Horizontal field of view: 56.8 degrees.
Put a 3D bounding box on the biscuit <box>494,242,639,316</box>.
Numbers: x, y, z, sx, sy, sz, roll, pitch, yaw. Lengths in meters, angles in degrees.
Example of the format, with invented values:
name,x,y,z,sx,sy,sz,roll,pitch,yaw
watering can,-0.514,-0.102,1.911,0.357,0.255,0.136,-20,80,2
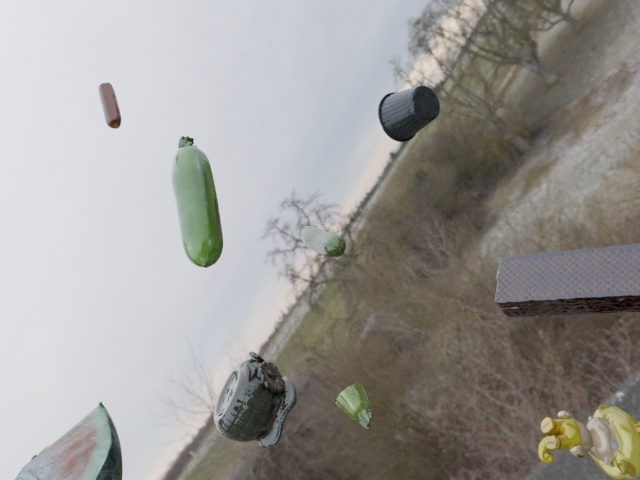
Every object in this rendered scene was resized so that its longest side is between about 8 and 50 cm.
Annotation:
name,x,y,z,sx,sy,sz,roll,pitch,yaw
biscuit,0.511,0.073,1.067,0.388,0.073,0.107,-9,53,38

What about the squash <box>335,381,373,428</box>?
name,x,y,z,sx,sy,sz,roll,pitch,yaw
squash,0.120,0.500,1.744,0.105,0.132,0.105,-23,-40,-21

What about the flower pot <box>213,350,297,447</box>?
name,x,y,z,sx,sy,sz,roll,pitch,yaw
flower pot,-0.223,0.549,2.050,0.302,0.213,0.302,-55,18,27

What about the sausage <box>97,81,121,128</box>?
name,x,y,z,sx,sy,sz,roll,pitch,yaw
sausage,-0.524,-0.335,1.474,0.041,0.131,0.039,-10,-26,-26

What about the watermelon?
name,x,y,z,sx,sy,sz,roll,pitch,yaw
watermelon,-0.618,0.585,1.438,0.387,0.258,0.229,-104,16,-51

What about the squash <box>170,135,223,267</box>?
name,x,y,z,sx,sy,sz,roll,pitch,yaw
squash,-0.280,-0.101,1.329,0.101,0.101,0.379,118,145,-44

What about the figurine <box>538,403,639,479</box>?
name,x,y,z,sx,sy,sz,roll,pitch,yaw
figurine,0.553,0.397,1.168,0.131,0.246,0.156,112,166,-44

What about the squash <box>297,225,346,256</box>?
name,x,y,z,sx,sy,sz,roll,pitch,yaw
squash,-0.001,0.001,2.002,0.087,0.087,0.331,-58,26,-6

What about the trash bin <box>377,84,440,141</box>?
name,x,y,z,sx,sy,sz,roll,pitch,yaw
trash bin,0.304,-0.436,1.970,0.175,0.175,0.161,-56,18,-26
